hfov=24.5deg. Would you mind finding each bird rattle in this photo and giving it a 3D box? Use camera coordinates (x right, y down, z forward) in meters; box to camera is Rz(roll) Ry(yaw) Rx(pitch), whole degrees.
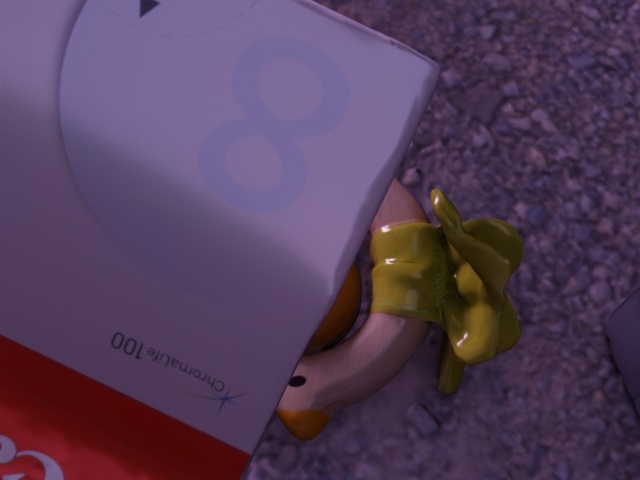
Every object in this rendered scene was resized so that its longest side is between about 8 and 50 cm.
[{"bbox_3d":[0.000,0.000,0.889,0.207,0.143,0.253,-44,76,-6],"label":"bird rattle"}]

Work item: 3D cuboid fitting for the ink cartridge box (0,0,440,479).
[{"bbox_3d":[-0.155,0.015,0.777,0.308,0.091,0.385,26,79,0],"label":"ink cartridge box"}]

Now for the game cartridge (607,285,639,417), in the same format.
[{"bbox_3d":[0.268,0.133,0.830,0.062,0.198,0.297,-15,69,-15],"label":"game cartridge"}]
